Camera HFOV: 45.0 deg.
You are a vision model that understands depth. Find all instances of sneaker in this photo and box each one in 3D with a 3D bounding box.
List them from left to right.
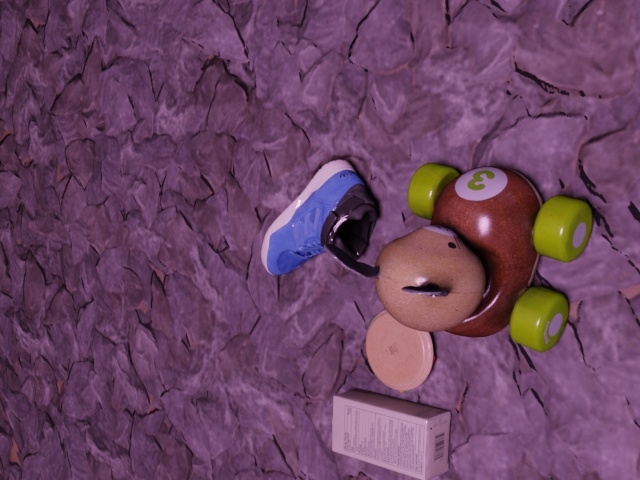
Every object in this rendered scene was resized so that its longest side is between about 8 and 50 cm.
[{"bbox_3d":[-0.001,0.000,0.787,0.152,0.058,0.085,-50,51,24],"label":"sneaker"}]

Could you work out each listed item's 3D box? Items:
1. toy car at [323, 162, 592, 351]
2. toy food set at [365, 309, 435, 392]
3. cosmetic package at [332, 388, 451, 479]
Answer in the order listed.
[{"bbox_3d":[0.095,0.013,0.612,0.155,0.188,0.149,21,106,40],"label":"toy car"},{"bbox_3d":[0.076,0.104,0.747,0.082,0.020,0.083,-49,61,32],"label":"toy food set"},{"bbox_3d":[0.066,0.184,0.744,0.115,0.041,0.060,7,97,42],"label":"cosmetic package"}]
